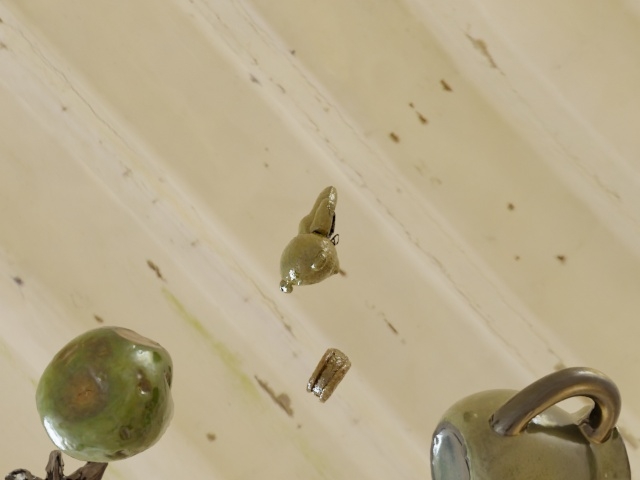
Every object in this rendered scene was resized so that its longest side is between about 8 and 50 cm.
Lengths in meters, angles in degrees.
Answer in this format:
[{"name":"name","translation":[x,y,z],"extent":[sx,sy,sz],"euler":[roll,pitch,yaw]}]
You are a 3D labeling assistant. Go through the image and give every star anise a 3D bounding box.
[{"name":"star anise","translation":[-0.504,0.498,1.803],"extent":[0.212,0.129,0.282],"euler":[-4,-55,-13]}]

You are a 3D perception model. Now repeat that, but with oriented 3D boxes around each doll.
[{"name":"doll","translation":[0.000,0.000,1.575],"extent":[0.097,0.209,0.137],"euler":[32,-45,-11]}]

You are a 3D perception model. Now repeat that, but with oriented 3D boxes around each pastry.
[{"name":"pastry","translation":[0.013,0.251,1.785],"extent":[0.097,0.057,0.109],"euler":[-57,-7,8]}]

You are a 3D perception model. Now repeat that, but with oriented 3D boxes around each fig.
[{"name":"fig","translation":[-0.298,0.245,1.466],"extent":[0.206,0.206,0.275],"euler":[-41,-21,-1]}]

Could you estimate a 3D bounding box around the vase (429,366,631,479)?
[{"name":"vase","translation":[0.346,0.316,1.463],"extent":[0.302,0.241,0.329],"euler":[0,-50,-17]}]
